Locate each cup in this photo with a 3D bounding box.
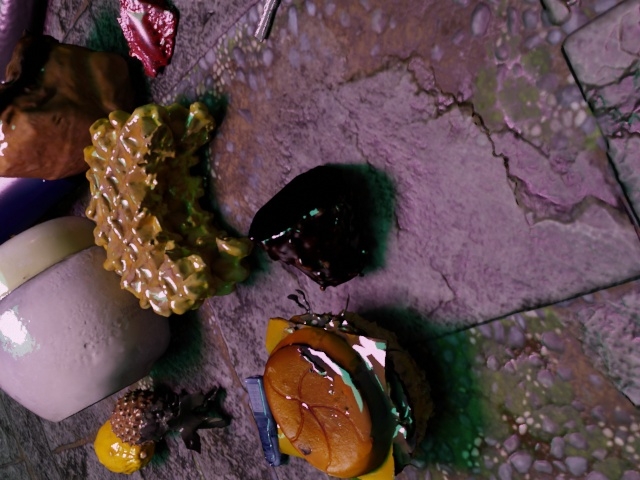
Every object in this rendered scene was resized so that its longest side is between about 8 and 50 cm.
[{"bbox_3d":[-0.601,-0.144,1.419,0.256,0.178,0.255,-36,64,15],"label":"cup"}]

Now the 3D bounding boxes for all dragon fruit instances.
[{"bbox_3d":[-0.283,-0.326,1.157,0.097,0.063,0.131,41,130,30],"label":"dragon fruit"}]

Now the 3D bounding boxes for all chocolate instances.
[{"bbox_3d":[0.000,0.000,0.946,0.156,0.156,0.133,-10,124,48],"label":"chocolate"}]

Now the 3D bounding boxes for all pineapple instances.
[{"bbox_3d":[-0.281,0.326,1.352,0.277,0.130,0.119,-16,63,50],"label":"pineapple"}]

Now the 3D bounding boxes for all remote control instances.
[{"bbox_3d":[-0.089,0.296,1.197,0.043,0.027,0.152,-12,93,52],"label":"remote control"}]

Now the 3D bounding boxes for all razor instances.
[{"bbox_3d":[-0.634,-0.452,1.441,0.189,0.107,0.327,40,130,9],"label":"razor"}]

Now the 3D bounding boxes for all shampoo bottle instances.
[{"bbox_3d":[-0.436,0.141,1.292,0.317,0.322,0.322,52,136,3],"label":"shampoo bottle"}]

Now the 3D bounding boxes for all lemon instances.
[{"bbox_3d":[-0.397,0.418,1.498,0.155,0.114,0.114,-1,103,51],"label":"lemon"}]

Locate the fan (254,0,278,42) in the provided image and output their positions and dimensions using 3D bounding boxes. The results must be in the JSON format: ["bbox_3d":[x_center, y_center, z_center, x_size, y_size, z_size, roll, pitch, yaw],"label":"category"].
[{"bbox_3d":[-0.024,-0.391,0.899,0.229,0.011,0.335,47,132,25],"label":"fan"}]

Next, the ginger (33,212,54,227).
[{"bbox_3d":[-0.665,-0.089,1.614,0.309,0.107,0.133,54,134,23],"label":"ginger"}]

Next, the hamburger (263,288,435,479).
[{"bbox_3d":[0.034,0.189,0.942,0.243,0.139,0.261,10,115,42],"label":"hamburger"}]

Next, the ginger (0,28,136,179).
[{"bbox_3d":[-0.433,-0.201,1.228,0.200,0.223,0.269,-37,38,55],"label":"ginger"}]

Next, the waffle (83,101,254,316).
[{"bbox_3d":[-0.241,-0.048,1.144,0.261,0.151,0.324,-17,89,45],"label":"waffle"}]
